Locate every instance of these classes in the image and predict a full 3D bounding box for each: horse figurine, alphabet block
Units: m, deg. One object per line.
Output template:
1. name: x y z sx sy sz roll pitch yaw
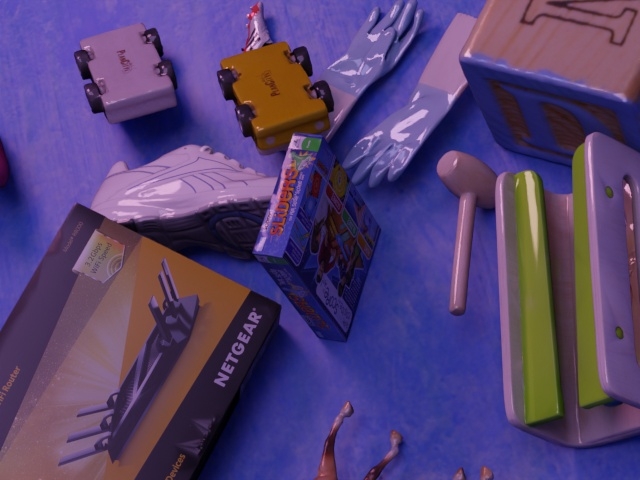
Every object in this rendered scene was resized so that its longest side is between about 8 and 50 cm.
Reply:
1. horse figurine: 0.060 0.268 1.784 0.263 0.066 0.174 24 68 31
2. alphabet block: 0.279 -0.196 1.879 0.193 0.192 0.197 18 72 25

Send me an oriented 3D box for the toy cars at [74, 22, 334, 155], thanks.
1. toy cars: -0.130 -0.154 2.050 0.394 0.087 0.176 12 39 34

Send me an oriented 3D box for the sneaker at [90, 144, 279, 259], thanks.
1. sneaker: -0.120 -0.051 1.998 0.297 0.111 0.129 -3 53 16

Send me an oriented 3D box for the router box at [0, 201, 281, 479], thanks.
1. router box: -0.215 0.151 1.885 0.243 0.081 0.308 26 73 5

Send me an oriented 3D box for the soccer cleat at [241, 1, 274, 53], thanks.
1. soccer cleat: -0.069 -0.234 2.121 0.036 0.029 0.083 6 68 13

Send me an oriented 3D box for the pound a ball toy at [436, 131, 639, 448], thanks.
1. pound a ball toy: 0.233 0.043 1.823 0.208 0.136 0.319 -24 54 40

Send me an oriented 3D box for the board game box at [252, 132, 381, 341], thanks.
1. board game box: 0.000 0.000 1.867 0.035 0.201 0.136 8 66 24

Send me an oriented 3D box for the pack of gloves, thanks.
1. pack of gloves: 0.078 -0.156 2.027 0.195 0.046 0.232 28 75 44

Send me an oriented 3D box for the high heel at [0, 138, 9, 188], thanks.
1. high heel: -0.421 -0.215 2.171 0.181 0.127 0.377 -46 54 5
